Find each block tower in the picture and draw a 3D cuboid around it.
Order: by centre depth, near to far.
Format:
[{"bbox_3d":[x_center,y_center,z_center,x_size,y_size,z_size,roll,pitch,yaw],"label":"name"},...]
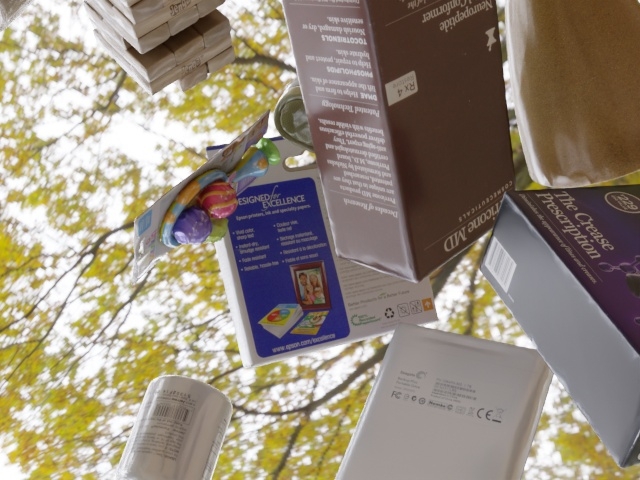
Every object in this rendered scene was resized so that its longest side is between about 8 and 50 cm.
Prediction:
[{"bbox_3d":[-0.138,-0.250,0.688,0.091,0.335,0.097,-37,-117,-19],"label":"block tower"}]

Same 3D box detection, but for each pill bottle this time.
[{"bbox_3d":[-0.217,0.319,1.329,0.131,0.131,0.229,29,-125,-18],"label":"pill bottle"}]

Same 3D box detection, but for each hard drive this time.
[{"bbox_3d":[0.133,0.261,1.111,0.040,0.210,0.318,54,-127,-49],"label":"hard drive"}]

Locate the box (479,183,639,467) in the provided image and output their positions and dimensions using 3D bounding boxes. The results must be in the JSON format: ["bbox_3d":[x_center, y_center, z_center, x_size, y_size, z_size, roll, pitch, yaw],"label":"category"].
[{"bbox_3d":[0.288,0.060,0.833,0.184,0.103,0.261,-2,-144,-21],"label":"box"}]

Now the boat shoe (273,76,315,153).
[{"bbox_3d":[0.090,-0.131,1.227,0.302,0.113,0.103,30,-143,-7],"label":"boat shoe"}]

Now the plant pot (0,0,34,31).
[{"bbox_3d":[-0.502,-0.473,1.402,0.323,0.323,0.280,27,-118,-19],"label":"plant pot"}]

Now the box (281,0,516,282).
[{"bbox_3d":[0.089,-0.169,1.008,0.191,0.143,0.381,-33,-55,-32],"label":"box"}]

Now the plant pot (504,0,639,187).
[{"bbox_3d":[0.341,-0.236,1.213,0.237,0.237,0.254,-43,-64,-35],"label":"plant pot"}]

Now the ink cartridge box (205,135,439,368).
[{"bbox_3d":[0.000,0.000,1.345,0.303,0.072,0.307,-11,-96,-24],"label":"ink cartridge box"}]

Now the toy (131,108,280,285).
[{"bbox_3d":[-0.126,-0.042,1.122,0.056,0.137,0.237,33,-125,12],"label":"toy"}]
